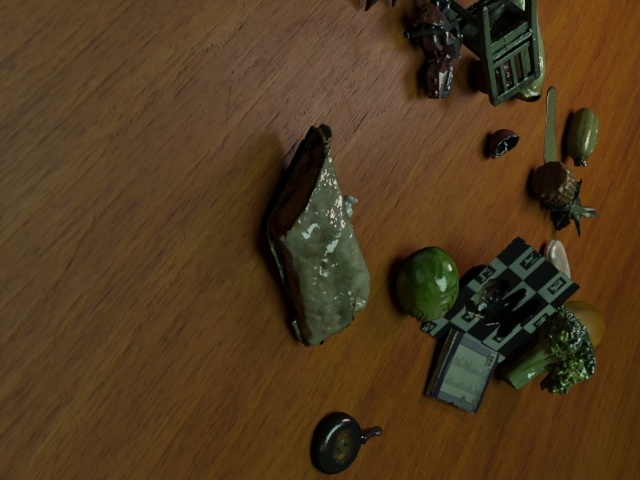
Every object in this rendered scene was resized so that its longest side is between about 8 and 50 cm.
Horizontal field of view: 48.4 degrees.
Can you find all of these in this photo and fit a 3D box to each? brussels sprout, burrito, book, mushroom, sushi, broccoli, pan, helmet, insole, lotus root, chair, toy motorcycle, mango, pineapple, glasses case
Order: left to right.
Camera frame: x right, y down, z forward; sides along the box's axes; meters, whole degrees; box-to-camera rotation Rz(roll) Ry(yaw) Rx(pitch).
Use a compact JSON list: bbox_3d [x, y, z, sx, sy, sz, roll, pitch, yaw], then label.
[{"bbox_3d":[-0.008,0.005,1.149,0.175,0.107,0.347,-38,125,-42],"label":"burrito"},{"bbox_3d":[0.063,0.377,1.334,0.212,0.040,0.114,8,94,-50],"label":"pan"},{"bbox_3d":[0.217,0.087,1.421,0.155,0.118,0.155,10,77,-51],"label":"brussels sprout"},{"bbox_3d":[0.224,-0.380,1.396,0.118,0.084,0.212,-38,128,-51],"label":"toy motorcycle"},{"bbox_3d":[0.329,0.305,1.636,0.231,0.026,0.157,30,80,-47],"label":"book"},{"bbox_3d":[0.398,0.125,1.650,0.296,0.100,0.373,-47,137,14],"label":"sushi"},{"bbox_3d":[0.355,-0.437,1.471,0.136,0.147,0.270,-34,144,-5],"label":"chair"},{"bbox_3d":[0.422,-0.234,1.677,0.084,0.049,0.065,-27,153,-17],"label":"helmet"},{"bbox_3d":[0.486,-0.484,1.698,0.100,0.081,0.312,-33,118,-50],"label":"mushroom"},{"bbox_3d":[0.567,0.287,1.828,0.243,0.247,0.263,-36,153,-4],"label":"broccoli"},{"bbox_3d":[0.636,-0.296,1.960,0.086,0.005,0.253,-16,107,-49],"label":"insole"},{"bbox_3d":[0.672,0.089,2.019,0.081,0.051,0.204,-51,131,-35],"label":"glasses case"},{"bbox_3d":[0.663,-0.107,1.937,0.277,0.119,0.130,33,51,-49],"label":"pineapple"},{"bbox_3d":[0.704,0.260,2.015,0.255,0.139,0.175,0,89,-36],"label":"mango"},{"bbox_3d":[0.747,-0.293,2.037,0.090,0.077,0.183,27,71,-41],"label":"lotus root"}]

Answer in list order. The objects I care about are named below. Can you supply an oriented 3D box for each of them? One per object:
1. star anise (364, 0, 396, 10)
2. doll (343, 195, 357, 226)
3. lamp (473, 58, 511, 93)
[{"bbox_3d":[0.113,-0.526,1.225,0.272,0.103,0.271,-14,109,-48],"label":"star anise"},{"bbox_3d":[0.042,-0.034,1.256,0.058,0.040,0.085,47,60,-31],"label":"doll"},{"bbox_3d":[0.387,-0.374,1.585,0.101,0.090,0.101,-36,154,-20],"label":"lamp"}]
